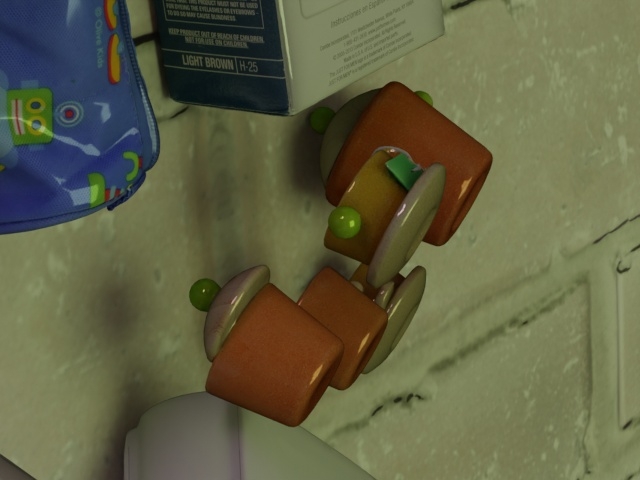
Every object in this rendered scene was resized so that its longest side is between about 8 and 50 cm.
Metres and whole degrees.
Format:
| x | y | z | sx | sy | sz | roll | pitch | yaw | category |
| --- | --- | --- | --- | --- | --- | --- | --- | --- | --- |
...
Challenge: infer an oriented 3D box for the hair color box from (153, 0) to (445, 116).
| x | y | z | sx | sy | sz | roll | pitch | yaw | category |
| --- | --- | --- | --- | --- | --- | --- | --- | --- | --- |
| -0.027 | -0.268 | 1.199 | 0.174 | 0.105 | 0.347 | -32 | 123 | -46 | hair color box |

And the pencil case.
| x | y | z | sx | sy | sz | roll | pitch | yaw | category |
| --- | --- | --- | --- | --- | --- | --- | --- | --- | --- |
| -0.157 | -0.153 | 1.025 | 0.119 | 0.133 | 0.306 | -62 | 150 | -66 | pencil case |

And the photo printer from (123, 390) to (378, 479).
| x | y | z | sx | sy | sz | roll | pitch | yaw | category |
| --- | --- | --- | --- | --- | --- | --- | --- | --- | --- |
| -0.021 | 0.277 | 1.234 | 0.256 | 0.107 | 0.308 | 41 | 37 | -50 | photo printer |

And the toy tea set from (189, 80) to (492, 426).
| x | y | z | sx | sy | sz | roll | pitch | yaw | category |
| --- | --- | --- | --- | --- | --- | --- | --- | --- | --- |
| 0.000 | 0.000 | 1.271 | 0.200 | 0.124 | 0.336 | -62 | 170 | 13 | toy tea set |

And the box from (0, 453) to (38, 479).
| x | y | z | sx | sy | sz | roll | pitch | yaw | category |
| --- | --- | --- | --- | --- | --- | --- | --- | --- | --- |
| -0.233 | 0.238 | 0.928 | 0.311 | 0.121 | 0.148 | -57 | 156 | -7 | box |
